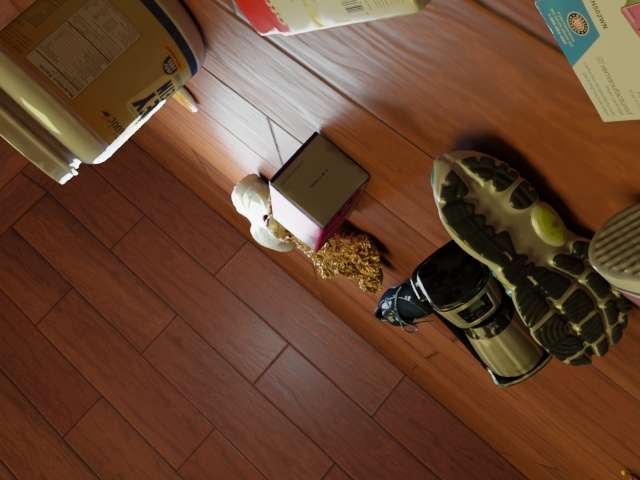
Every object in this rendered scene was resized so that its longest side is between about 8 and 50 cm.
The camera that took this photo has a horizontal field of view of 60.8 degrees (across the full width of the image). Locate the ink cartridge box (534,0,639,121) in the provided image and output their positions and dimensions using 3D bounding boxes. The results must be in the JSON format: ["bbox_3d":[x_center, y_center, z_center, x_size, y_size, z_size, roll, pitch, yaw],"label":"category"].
[{"bbox_3d":[0.179,-0.108,0.254,0.088,0.052,0.122,47,167,-22],"label":"ink cartridge box"}]

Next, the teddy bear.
[{"bbox_3d":[0.000,0.000,1.170,0.338,0.113,0.245,40,167,11],"label":"teddy bear"}]

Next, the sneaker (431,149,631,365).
[{"bbox_3d":[0.214,0.012,0.561,0.275,0.107,0.110,49,-172,-11],"label":"sneaker"}]

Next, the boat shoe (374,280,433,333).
[{"bbox_3d":[0.182,0.154,1.181,0.109,0.089,0.258,41,169,5],"label":"boat shoe"}]

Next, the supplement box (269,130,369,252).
[{"bbox_3d":[-0.007,-0.070,0.909,0.114,0.111,0.220,41,170,4],"label":"supplement box"}]

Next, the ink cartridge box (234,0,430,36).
[{"bbox_3d":[-0.011,-0.227,0.386,0.134,0.078,0.231,49,167,-32],"label":"ink cartridge box"}]

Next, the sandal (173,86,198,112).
[{"bbox_3d":[-0.390,-0.363,1.207,0.265,0.076,0.102,42,169,2],"label":"sandal"}]

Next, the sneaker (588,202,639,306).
[{"bbox_3d":[0.313,0.051,0.318,0.161,0.102,0.282,41,-179,-14],"label":"sneaker"}]

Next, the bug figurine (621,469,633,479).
[{"bbox_3d":[0.693,0.562,1.027,0.279,0.072,0.216,49,162,-12],"label":"bug figurine"}]

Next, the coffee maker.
[{"bbox_3d":[0.209,0.090,0.752,0.178,0.120,0.171,47,169,-23],"label":"coffee maker"}]

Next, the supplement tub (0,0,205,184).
[{"bbox_3d":[-0.361,-0.264,0.846,0.228,0.316,0.228,40,170,9],"label":"supplement tub"}]

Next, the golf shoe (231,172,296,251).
[{"bbox_3d":[-0.117,-0.043,1.421,0.140,0.115,0.306,31,166,33],"label":"golf shoe"}]
